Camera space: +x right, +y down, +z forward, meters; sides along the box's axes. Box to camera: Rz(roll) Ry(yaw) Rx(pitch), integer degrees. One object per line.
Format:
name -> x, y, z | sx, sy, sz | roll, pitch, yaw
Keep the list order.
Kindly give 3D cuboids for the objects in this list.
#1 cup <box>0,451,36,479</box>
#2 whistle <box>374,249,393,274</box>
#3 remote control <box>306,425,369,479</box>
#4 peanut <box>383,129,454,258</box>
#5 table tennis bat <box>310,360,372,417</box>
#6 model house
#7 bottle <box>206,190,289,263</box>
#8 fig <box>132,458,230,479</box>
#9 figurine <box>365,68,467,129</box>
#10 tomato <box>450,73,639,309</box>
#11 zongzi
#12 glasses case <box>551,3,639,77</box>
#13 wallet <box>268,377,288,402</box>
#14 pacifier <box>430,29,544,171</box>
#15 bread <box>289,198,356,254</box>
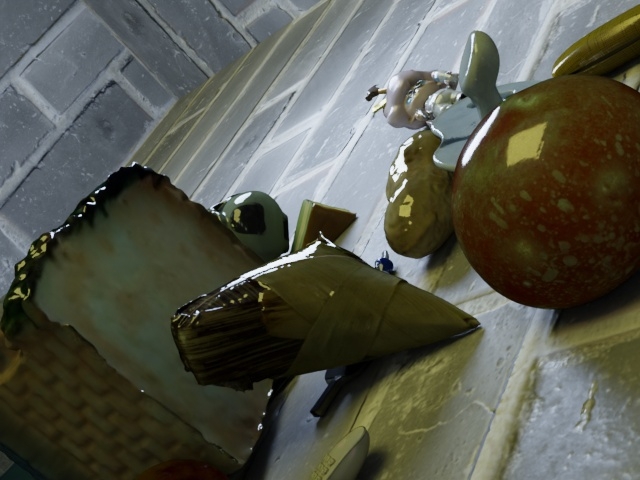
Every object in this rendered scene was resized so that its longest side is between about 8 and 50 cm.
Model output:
cup -> -0.602, 0.381, 2.051 | 0.290, 0.257, 0.219 | -54, 20, -27
whistle -> 0.093, 0.046, 1.691 | 0.033, 0.029, 0.083 | -50, 19, 36
remote control -> -0.011, 0.312, 1.305 | 0.229, 0.044, 0.073 | -55, 8, -8
peanut -> 0.147, -0.067, 1.690 | 0.125, 0.111, 0.274 | -38, 18, 30
table tennis bat -> 0.034, 0.177, 1.547 | 0.095, 0.014, 0.158 | -16, 31, 52
model house -> -0.325, 0.181, 1.680 | 0.400, 0.395, 0.445 | -43, 17, 29
bottle -> -0.188, 0.015, 2.088 | 0.347, 0.168, 0.168 | -29, 23, 51
fig -> -0.216, 0.388, 1.446 | 0.274, 0.145, 0.170 | -47, 12, 37
figurine -> 0.185, -0.250, 2.028 | 0.137, 0.112, 0.229 | -55, 33, -9
tomato -> 0.265, -0.067, 1.267 | 0.270, 0.222, 0.270 | -35, 21, 16
zongzi -> -0.003, 0.114, 1.436 | 0.289, 0.154, 0.317 | -26, 21, -30
glasses case -> 0.438, -0.292, 1.641 | 0.234, 0.064, 0.079 | -29, 22, 39
wallet -> -0.110, 0.205, 1.761 | 0.122, 0.031, 0.232 | -50, 18, -12
pacifier -> 0.254, -0.208, 1.633 | 0.227, 0.207, 0.279 | -20, 25, 13
bread -> -0.002, 0.005, 2.002 | 0.074, 0.084, 0.139 | -156, 80, -70
